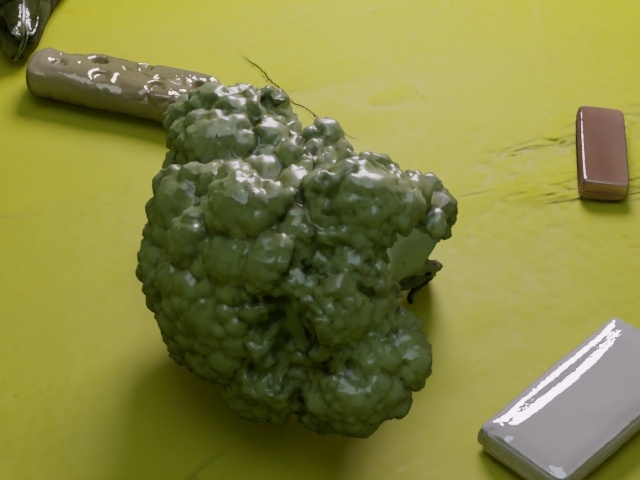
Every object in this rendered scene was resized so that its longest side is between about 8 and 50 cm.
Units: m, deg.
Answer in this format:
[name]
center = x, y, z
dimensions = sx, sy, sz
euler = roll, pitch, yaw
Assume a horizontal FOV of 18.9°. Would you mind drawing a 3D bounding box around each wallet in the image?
[wallet]
center = 0.222, 0.136, 1.595
dimensions = 0.190, 0.033, 0.095
euler = -33, 56, -31

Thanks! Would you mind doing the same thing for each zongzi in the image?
[zongzi]
center = -0.281, -0.228, 1.949
dimensions = 0.113, 0.052, 0.104
euler = -8, 51, -29

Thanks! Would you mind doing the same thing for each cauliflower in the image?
[cauliflower]
center = -0.005, -0.001, 1.565
dimensions = 0.281, 0.260, 0.327
euler = -30, 80, -25

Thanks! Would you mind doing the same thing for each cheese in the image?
[cheese]
center = -0.190, -0.149, 1.868
dimensions = 0.194, 0.043, 0.065
euler = 12, 46, 11

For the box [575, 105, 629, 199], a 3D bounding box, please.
[box]
center = 0.267, -0.083, 1.829
dimensions = 0.048, 0.025, 0.115
euler = 7, 44, -2
